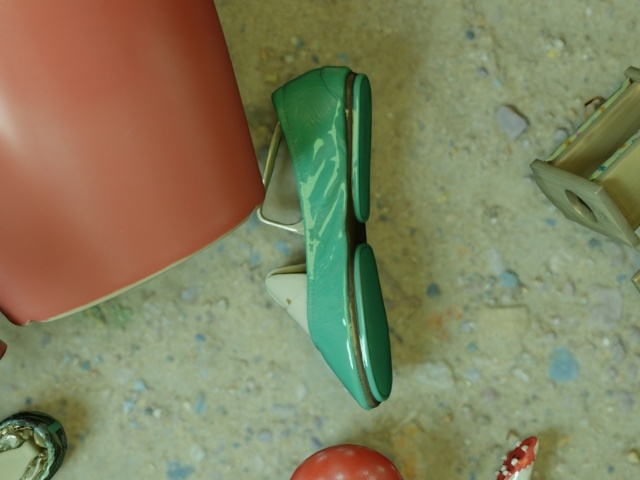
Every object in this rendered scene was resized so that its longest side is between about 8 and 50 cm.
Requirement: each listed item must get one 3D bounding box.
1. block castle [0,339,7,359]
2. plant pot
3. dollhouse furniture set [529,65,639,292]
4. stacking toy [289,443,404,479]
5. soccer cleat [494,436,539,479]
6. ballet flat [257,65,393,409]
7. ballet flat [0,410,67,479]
[{"bbox_3d":[-0.364,0.246,1.193,0.213,0.303,0.453,31,97,0],"label":"block castle"},{"bbox_3d":[-0.174,-0.093,1.308,0.275,0.275,0.243,-28,101,-9],"label":"plant pot"},{"bbox_3d":[0.278,-0.052,1.465,0.182,0.101,0.161,-43,118,-9],"label":"dollhouse furniture set"},{"bbox_3d":[0.041,0.307,1.383,0.141,0.141,0.330,-10,81,-9],"label":"stacking toy"},{"bbox_3d":[0.143,0.184,1.446,0.035,0.029,0.083,30,86,-15],"label":"soccer cleat"},{"bbox_3d":[0.000,0.000,1.416,0.087,0.083,0.247,-5,87,15],"label":"ballet flat"},{"bbox_3d":[-0.256,0.186,1.363,0.188,0.070,0.070,-44,94,-8],"label":"ballet flat"}]
